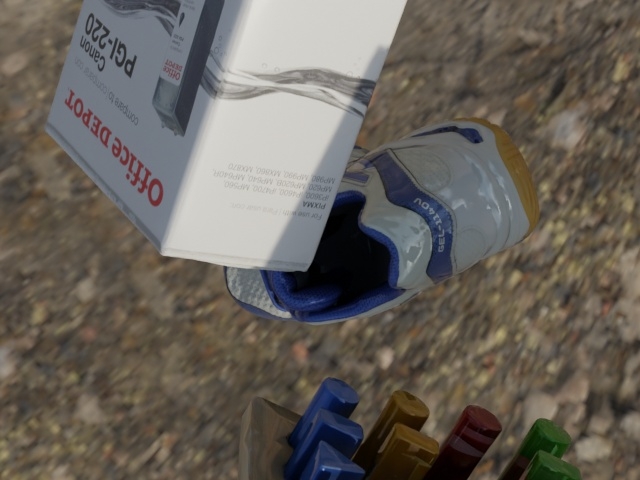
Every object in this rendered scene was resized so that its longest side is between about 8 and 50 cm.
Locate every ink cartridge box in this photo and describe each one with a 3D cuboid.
[{"bbox_3d":[-0.042,-0.115,0.940,0.158,0.092,0.218,43,121,50],"label":"ink cartridge box"}]

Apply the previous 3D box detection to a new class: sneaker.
[{"bbox_3d":[0.000,0.000,1.212,0.296,0.131,0.112,-25,94,55],"label":"sneaker"}]

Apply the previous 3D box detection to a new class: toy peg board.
[{"bbox_3d":[0.050,0.122,0.882,0.161,0.161,0.079,26,111,-12],"label":"toy peg board"}]
